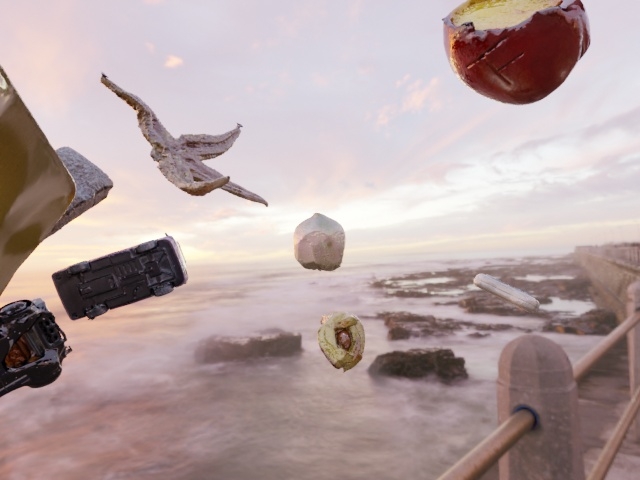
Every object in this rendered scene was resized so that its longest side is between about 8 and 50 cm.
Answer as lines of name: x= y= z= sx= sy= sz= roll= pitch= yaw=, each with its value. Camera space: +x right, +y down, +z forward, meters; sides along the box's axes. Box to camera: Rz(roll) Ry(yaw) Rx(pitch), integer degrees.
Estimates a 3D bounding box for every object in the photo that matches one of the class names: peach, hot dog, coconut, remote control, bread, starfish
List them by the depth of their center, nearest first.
hot dog: x=0.036 y=0.142 z=0.677 sx=0.061 sy=0.078 sz=0.169 roll=-46 pitch=6 yaw=6
peach: x=0.320 y=-0.341 z=0.733 sx=0.226 sy=0.189 sz=0.196 roll=35 pitch=9 yaw=-2
remote control: x=0.366 y=0.103 z=0.857 sx=0.122 sy=0.032 sz=0.074 roll=28 pitch=4 yaw=35
bread: x=-0.688 y=-0.085 z=1.037 sx=0.113 sy=0.165 sz=0.416 roll=-42 pitch=14 yaw=33
starfish: x=-0.322 y=-0.235 z=1.110 sx=0.384 sy=0.398 sz=0.132 roll=-1 pitch=-44 yaw=-45
coconut: x=-0.003 y=-0.001 z=1.435 sx=0.195 sy=0.194 sz=0.194 roll=-2 pitch=-2 yaw=0

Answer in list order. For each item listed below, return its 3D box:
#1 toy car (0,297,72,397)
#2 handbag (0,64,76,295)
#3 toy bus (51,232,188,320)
toy car: x=-0.667 y=0.239 z=0.851 sx=0.118 sy=0.192 sz=0.301 roll=19 pitch=35 yaw=40
handbag: x=-0.434 y=-0.032 z=0.473 sx=0.133 sy=0.282 sz=0.401 roll=24 pitch=-22 yaw=-11
toy bus: x=-0.326 y=0.058 z=0.736 sx=0.199 sy=0.096 sz=0.108 roll=-18 pitch=10 yaw=-3
